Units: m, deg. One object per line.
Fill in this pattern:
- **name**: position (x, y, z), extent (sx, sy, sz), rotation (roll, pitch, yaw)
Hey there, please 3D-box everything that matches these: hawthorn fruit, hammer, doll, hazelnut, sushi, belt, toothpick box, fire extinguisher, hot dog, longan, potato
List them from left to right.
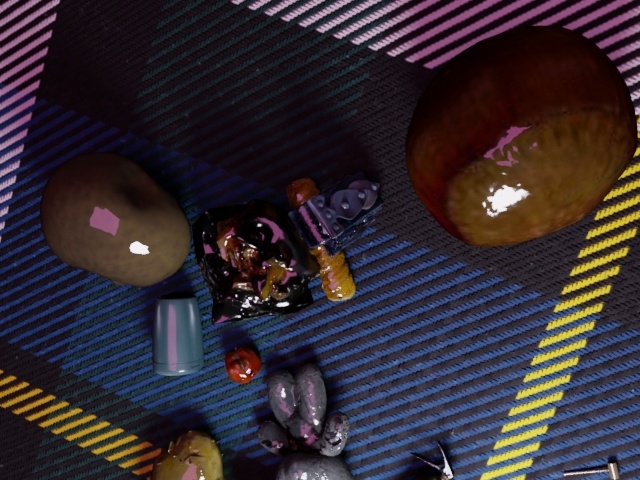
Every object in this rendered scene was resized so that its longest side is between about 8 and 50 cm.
- **longan**: position (-0.457, -0.041, 1.543), extent (0.350, 0.288, 0.288), rotation (31, 104, 1)
- **toothpick box**: position (-0.336, 0.216, 1.622), extent (0.120, 0.120, 0.184), rotation (0, 95, 15)
- **potato**: position (-0.322, 0.595, 1.658), extent (0.192, 0.141, 0.296), rotation (15, 98, 10)
- **hawthorn fruit**: position (-0.184, 0.286, 1.610), extent (0.093, 0.093, 0.093), rotation (2, 98, 15)
- **sushi**: position (-0.124, 0.035, 1.472), extent (0.212, 0.216, 0.227), rotation (-34, 66, 54)
- **doll**: position (-0.046, 0.457, 1.554), extent (0.246, 0.158, 0.340), rotation (-8, 96, 24)
- **hot dog**: position (0.001, 0.000, 1.530), extent (0.083, 0.068, 0.288), rotation (-22, 90, 10)
- **belt**: position (0.042, -0.054, 1.445), extent (0.122, 0.218, 0.128), rotation (-32, 92, 49)
- **fire extinguisher**: position (0.198, 0.595, 1.535), extent (0.138, 0.102, 0.344), rotation (34, 104, 10)
- **hazelnut**: position (0.351, -0.199, 1.273), extent (0.421, 0.353, 0.420), rotation (-6, 81, 38)
- **hammer**: position (0.572, 0.490, 1.464), extent (0.110, 0.019, 0.035), rotation (-13, 93, 19)
